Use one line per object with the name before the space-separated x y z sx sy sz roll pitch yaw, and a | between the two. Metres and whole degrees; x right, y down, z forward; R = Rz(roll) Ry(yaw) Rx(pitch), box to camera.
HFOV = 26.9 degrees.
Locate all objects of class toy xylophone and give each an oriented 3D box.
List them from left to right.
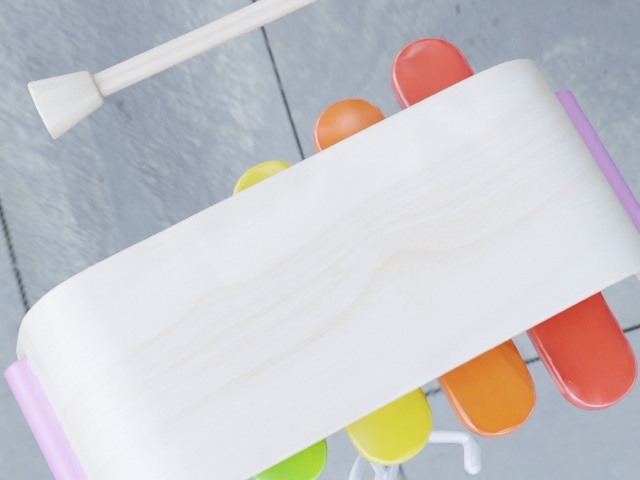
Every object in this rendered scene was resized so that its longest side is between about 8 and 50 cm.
toy xylophone | 0.000 0.000 0.631 0.322 0.081 0.236 -19 77 -7

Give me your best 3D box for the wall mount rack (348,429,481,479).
wall mount rack | 0.113 0.370 1.329 0.130 0.350 0.304 0 52 19
